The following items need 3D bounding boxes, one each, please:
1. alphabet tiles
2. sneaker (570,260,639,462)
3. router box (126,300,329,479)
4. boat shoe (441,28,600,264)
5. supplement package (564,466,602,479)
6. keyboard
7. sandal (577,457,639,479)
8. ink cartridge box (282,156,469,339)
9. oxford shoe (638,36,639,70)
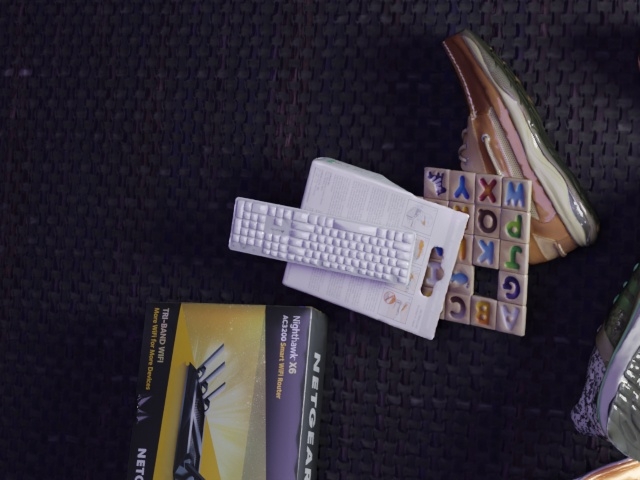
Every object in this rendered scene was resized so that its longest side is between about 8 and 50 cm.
[{"bbox_3d":[0.165,0.007,1.890,0.237,0.009,0.198,10,105,38],"label":"alphabet tiles"},{"bbox_3d":[0.402,0.074,1.790,0.158,0.182,0.410,34,71,-20],"label":"sneaker"},{"bbox_3d":[-0.126,0.240,1.965,0.243,0.081,0.308,0,77,18],"label":"router box"},{"bbox_3d":[0.232,-0.116,1.879,0.120,0.122,0.324,-32,76,16],"label":"boat shoe"},{"bbox_3d":[0.284,0.362,1.826,0.179,0.105,0.105,-24,78,16],"label":"supplement package"},{"bbox_3d":[0.000,0.000,1.926,0.256,0.014,0.072,11,104,20],"label":"keyboard"},{"bbox_3d":[0.426,0.283,1.745,0.265,0.076,0.102,-18,80,-18],"label":"sandal"},{"bbox_3d":[0.074,0.008,1.933,0.225,0.056,0.181,19,106,16],"label":"ink cartridge box"},{"bbox_3d":[0.536,-0.152,1.772,0.364,0.133,0.130,32,95,18],"label":"oxford shoe"}]
